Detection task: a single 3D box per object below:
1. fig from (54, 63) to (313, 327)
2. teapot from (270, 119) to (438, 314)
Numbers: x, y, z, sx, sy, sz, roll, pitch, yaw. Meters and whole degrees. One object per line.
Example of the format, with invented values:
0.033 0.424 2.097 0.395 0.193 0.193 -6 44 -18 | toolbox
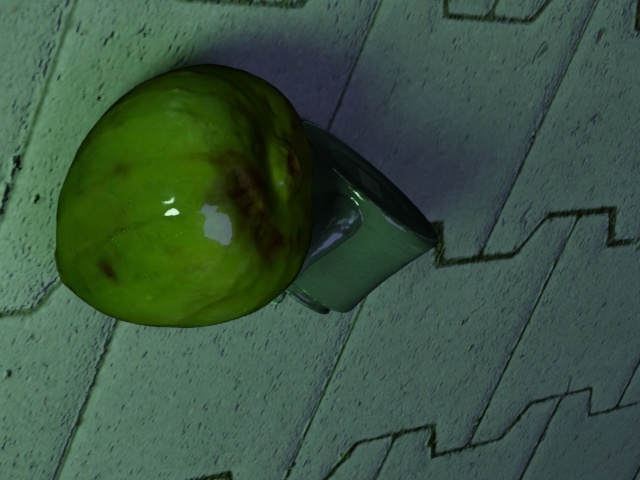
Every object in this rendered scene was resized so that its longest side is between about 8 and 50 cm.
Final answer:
-0.119 -0.029 1.423 0.225 0.203 0.203 -18 161 27 | fig
0.000 0.000 1.631 0.149 0.162 0.239 -50 179 11 | teapot
